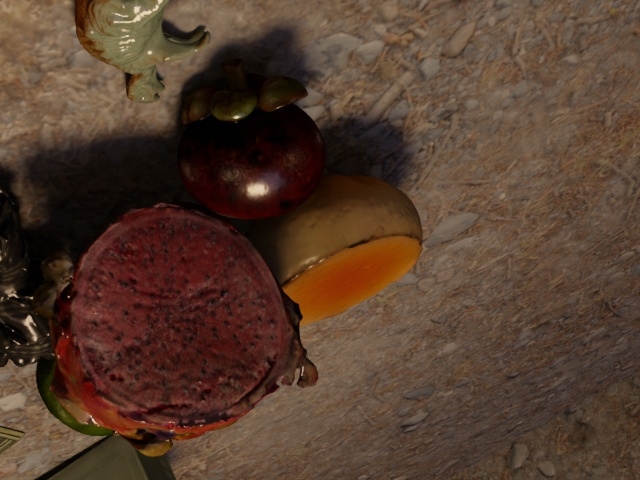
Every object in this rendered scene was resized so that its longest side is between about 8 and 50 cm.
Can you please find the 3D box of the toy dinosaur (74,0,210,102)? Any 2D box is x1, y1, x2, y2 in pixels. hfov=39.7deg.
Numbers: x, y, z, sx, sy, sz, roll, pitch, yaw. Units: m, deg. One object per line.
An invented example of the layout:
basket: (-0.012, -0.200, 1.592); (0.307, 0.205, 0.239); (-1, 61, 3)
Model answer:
toy dinosaur: (-0.166, -0.266, 0.870); (0.206, 0.092, 0.393); (-24, 157, 3)

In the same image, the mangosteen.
mangosteen: (-0.086, -0.122, 1.076); (0.200, 0.199, 0.199); (-20, 147, -14)

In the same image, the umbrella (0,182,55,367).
umbrella: (-0.386, 0.037, 1.070); (0.128, 0.154, 0.336); (-57, 169, -38)

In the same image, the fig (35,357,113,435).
fig: (-0.338, 0.180, 1.330); (0.203, 0.235, 0.203); (-4, 97, -30)

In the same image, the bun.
bun: (0.000, 0.000, 1.300); (0.299, 0.164, 0.299); (-20, 158, -8)

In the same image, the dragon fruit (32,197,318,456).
dragon fruit: (-0.205, 0.133, 1.121); (0.296, 0.314, 0.263); (-40, -177, -33)

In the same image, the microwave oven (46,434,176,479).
microwave oven: (-0.414, 0.538, 1.673); (0.295, 0.237, 0.181); (-34, 149, -1)

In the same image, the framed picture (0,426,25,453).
framed picture: (-0.669, 0.379, 1.447); (0.296, 0.019, 0.232); (-35, 148, 10)
